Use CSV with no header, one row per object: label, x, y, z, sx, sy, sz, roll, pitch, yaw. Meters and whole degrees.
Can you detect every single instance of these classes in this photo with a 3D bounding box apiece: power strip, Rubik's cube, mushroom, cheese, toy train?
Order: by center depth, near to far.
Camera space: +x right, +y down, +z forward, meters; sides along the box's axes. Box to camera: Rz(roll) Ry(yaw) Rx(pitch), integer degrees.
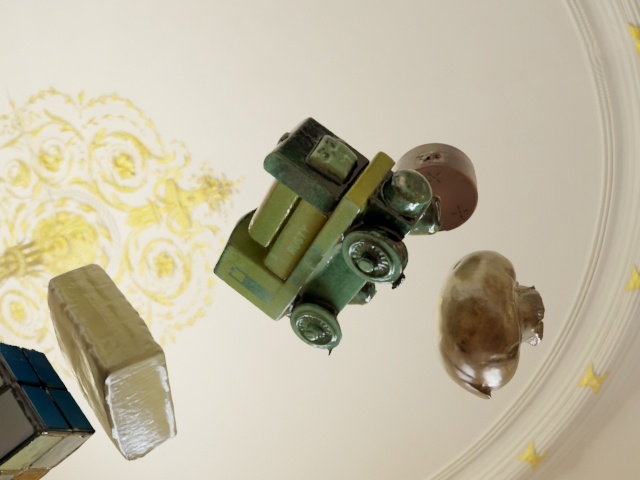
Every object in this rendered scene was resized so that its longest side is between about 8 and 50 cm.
Rubik's cube,-0.469,0.268,1.000,0.180,0.183,0.167,-38,-107,-7
toy train,0.000,0.000,1.032,0.253,0.160,0.397,38,-42,2
mushroom,0.279,0.144,1.181,0.184,0.255,0.254,1,-72,-6
cheese,-0.364,0.207,1.202,0.265,0.124,0.242,40,-42,38
power strip,0.199,-0.093,1.215,0.154,0.078,0.154,4,-51,5
